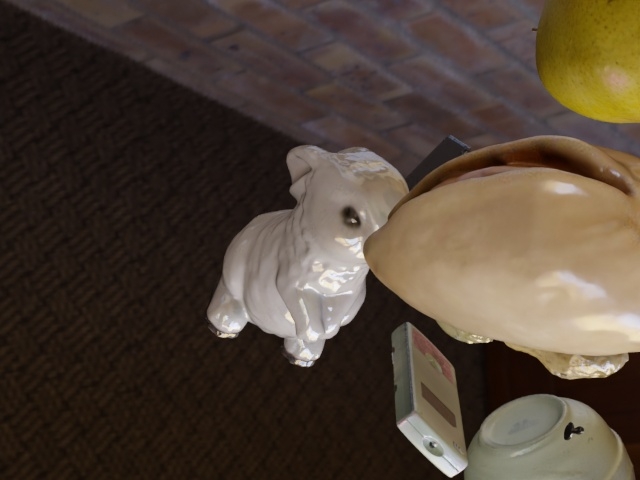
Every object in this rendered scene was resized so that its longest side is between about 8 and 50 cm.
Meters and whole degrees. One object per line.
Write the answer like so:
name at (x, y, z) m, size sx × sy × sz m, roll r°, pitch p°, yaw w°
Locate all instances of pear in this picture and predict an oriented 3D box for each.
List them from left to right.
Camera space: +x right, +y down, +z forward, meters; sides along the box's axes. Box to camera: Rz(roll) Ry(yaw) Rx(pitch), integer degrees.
pear at (0.366, -0.254, 1.386) m, size 0.285 × 0.336 × 0.285 m, roll 42°, pitch 33°, yaw -36°

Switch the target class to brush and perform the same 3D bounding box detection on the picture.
brush at (0.314, 0.237, 1.615) m, size 0.083 × 0.008 × 0.024 m, roll 115°, pitch -9°, yaw -81°

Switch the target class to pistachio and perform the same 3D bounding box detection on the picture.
pistachio at (0.193, 0.009, 1.133) m, size 0.193 × 0.318 × 0.214 m, roll -52°, pitch 133°, yaw -42°

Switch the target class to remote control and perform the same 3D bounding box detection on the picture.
remote control at (0.186, 0.267, 2.257) m, size 0.145 × 0.050 × 0.344 m, roll 46°, pitch 17°, yaw -15°

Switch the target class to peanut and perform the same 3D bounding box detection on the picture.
peanut at (0.370, 0.155, 2.016) m, size 0.099 × 0.214 × 0.099 m, roll -56°, pitch 165°, yaw -24°

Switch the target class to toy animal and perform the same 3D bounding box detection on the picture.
toy animal at (0.000, 0.000, 1.666) m, size 0.194 × 0.357 × 0.257 m, roll 14°, pitch 50°, yaw -21°

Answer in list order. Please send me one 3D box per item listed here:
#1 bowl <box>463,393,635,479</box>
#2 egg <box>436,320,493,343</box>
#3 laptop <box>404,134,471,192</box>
bowl at (0.387, 0.387, 2.309) m, size 0.307 × 0.307 × 0.163 m, roll -49°, pitch 122°, yaw -50°
egg at (0.235, 0.057, 1.873) m, size 0.164 × 0.164 × 0.201 m, roll -36°, pitch 151°, yaw -53°
laptop at (0.190, -0.115, 2.343) m, size 0.016 × 0.180 × 0.129 m, roll 44°, pitch 2°, yaw -21°
